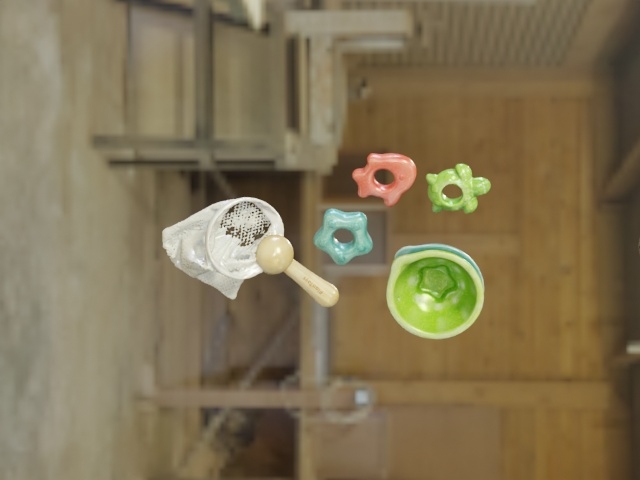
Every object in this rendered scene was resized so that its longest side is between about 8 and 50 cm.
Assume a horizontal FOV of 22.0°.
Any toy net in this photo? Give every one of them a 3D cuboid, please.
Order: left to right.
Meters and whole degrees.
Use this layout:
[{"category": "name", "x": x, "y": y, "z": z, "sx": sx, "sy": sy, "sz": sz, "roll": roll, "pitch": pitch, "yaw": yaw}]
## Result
[{"category": "toy net", "x": 0.000, "y": 0.000, "z": 1.151, "sx": 0.045, "sy": 0.232, "sz": 0.122, "roll": -75, "pitch": 167, "yaw": -64}]

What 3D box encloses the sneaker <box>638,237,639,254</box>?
[{"category": "sneaker", "x": 0.307, "y": 0.081, "z": 0.879, "sx": 0.116, "sy": 0.314, "sz": 0.136, "roll": -40, "pitch": -153, "yaw": 64}]
